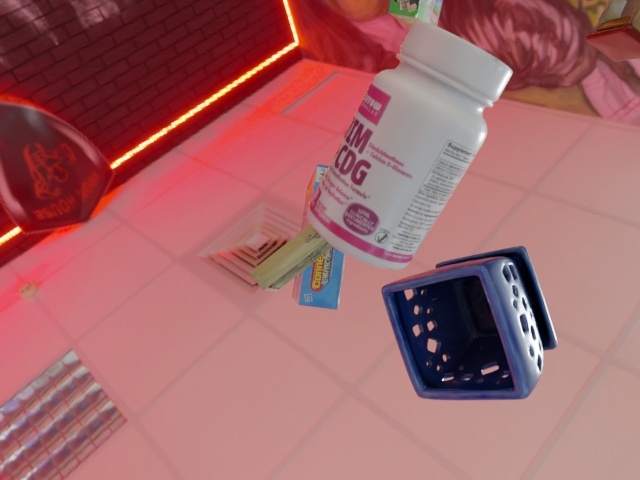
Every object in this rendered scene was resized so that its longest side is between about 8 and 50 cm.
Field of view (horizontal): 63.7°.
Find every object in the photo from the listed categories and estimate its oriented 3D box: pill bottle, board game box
[{"bbox_3d":[0.110,-0.118,0.668,0.160,0.160,0.283,50,-61,46],"label":"pill bottle"},{"bbox_3d":[0.000,0.000,1.227,0.086,0.308,0.302,8,-95,-5],"label":"board game box"},{"bbox_3d":[0.179,-0.465,0.847,0.046,0.214,0.317,15,-160,12],"label":"board game box"}]

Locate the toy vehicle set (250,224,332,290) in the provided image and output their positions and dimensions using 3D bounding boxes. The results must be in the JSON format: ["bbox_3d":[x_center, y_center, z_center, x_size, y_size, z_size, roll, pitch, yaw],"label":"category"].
[{"bbox_3d":[0.008,-0.010,0.869,0.266,0.166,0.035,-38,-96,-2],"label":"toy vehicle set"}]

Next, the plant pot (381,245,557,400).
[{"bbox_3d":[0.289,0.144,0.964,0.212,0.236,0.236,-22,-177,-43],"label":"plant pot"}]

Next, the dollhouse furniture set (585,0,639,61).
[{"bbox_3d":[0.382,-0.272,0.593,0.152,0.201,0.374,-57,-169,10],"label":"dollhouse furniture set"}]
